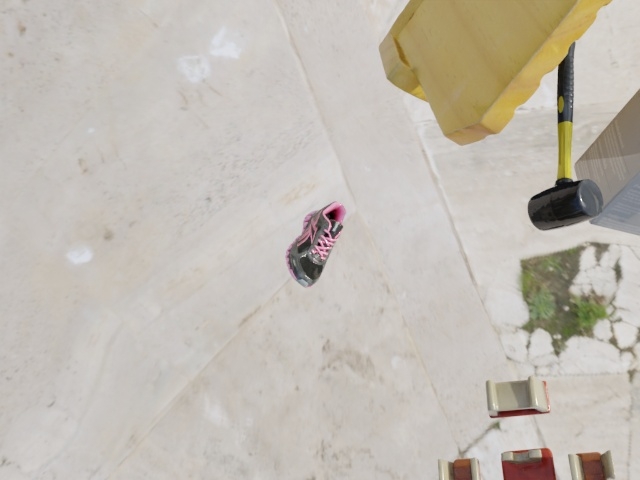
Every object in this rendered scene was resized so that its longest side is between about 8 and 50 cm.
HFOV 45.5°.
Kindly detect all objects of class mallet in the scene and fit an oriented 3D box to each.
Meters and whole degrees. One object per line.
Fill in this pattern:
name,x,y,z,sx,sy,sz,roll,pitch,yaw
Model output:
mallet,0.233,-0.103,0.703,0.039,0.062,0.190,17,77,-31

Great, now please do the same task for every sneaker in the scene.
sneaker,0.000,0.000,0.854,0.047,0.119,0.057,38,133,-21

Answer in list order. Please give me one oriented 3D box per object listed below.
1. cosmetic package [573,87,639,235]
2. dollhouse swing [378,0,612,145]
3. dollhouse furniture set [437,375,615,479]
cosmetic package,0.386,-0.108,0.789,0.127,0.107,0.238,14,138,-15
dollhouse swing,0.280,-0.254,0.868,0.315,0.305,0.347,15,124,-38
dollhouse furniture set,0.331,0.356,1.220,0.261,0.135,0.259,-10,66,20
